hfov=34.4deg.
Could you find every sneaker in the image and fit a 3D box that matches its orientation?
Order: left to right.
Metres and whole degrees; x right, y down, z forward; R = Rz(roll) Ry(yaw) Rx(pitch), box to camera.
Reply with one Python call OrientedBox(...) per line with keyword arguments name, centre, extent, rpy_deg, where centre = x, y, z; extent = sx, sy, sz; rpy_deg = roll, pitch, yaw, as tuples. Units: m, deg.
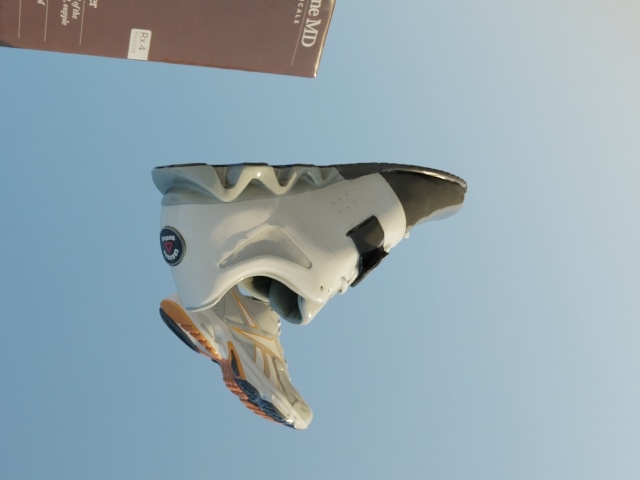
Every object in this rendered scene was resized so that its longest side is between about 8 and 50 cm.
OrientedBox(name="sneaker", centre=(-0.077, 0.130, 1.303), extent=(0.121, 0.099, 0.262), rpy_deg=(-50, -62, -23))
OrientedBox(name="sneaker", centre=(0.000, 0.000, 0.947), extent=(0.331, 0.122, 0.146), rpy_deg=(-5, -89, -34))

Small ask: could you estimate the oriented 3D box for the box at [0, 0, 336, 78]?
OrientedBox(name="box", centre=(-0.175, -0.312, 1.181), extent=(0.382, 0.191, 0.143), rpy_deg=(1, -138, -17))
